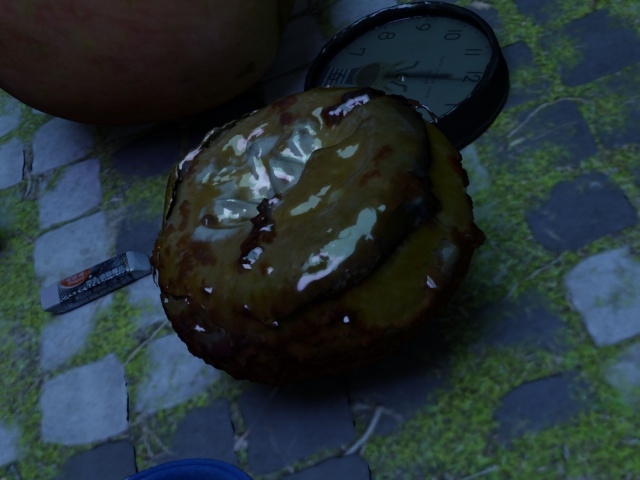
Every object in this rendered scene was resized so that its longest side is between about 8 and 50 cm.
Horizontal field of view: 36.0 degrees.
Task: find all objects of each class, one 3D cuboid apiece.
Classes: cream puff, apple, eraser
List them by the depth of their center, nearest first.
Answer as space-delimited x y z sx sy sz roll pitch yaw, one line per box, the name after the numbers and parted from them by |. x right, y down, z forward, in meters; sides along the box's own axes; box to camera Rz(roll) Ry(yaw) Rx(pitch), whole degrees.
0.000 -0.001 0.709 0.240 0.164 0.240 -22 37 17 | cream puff
-0.195 0.035 0.854 0.099 0.019 0.027 -24 47 3 | eraser
-0.170 -0.283 0.891 0.363 0.364 0.364 -12 49 13 | apple

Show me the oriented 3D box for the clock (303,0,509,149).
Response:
0.073 -0.143 0.876 0.184 0.040 0.185 -12 49 14 | clock

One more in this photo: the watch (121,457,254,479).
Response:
-0.097 0.236 0.565 0.196 0.171 0.200 -2 37 23 | watch
